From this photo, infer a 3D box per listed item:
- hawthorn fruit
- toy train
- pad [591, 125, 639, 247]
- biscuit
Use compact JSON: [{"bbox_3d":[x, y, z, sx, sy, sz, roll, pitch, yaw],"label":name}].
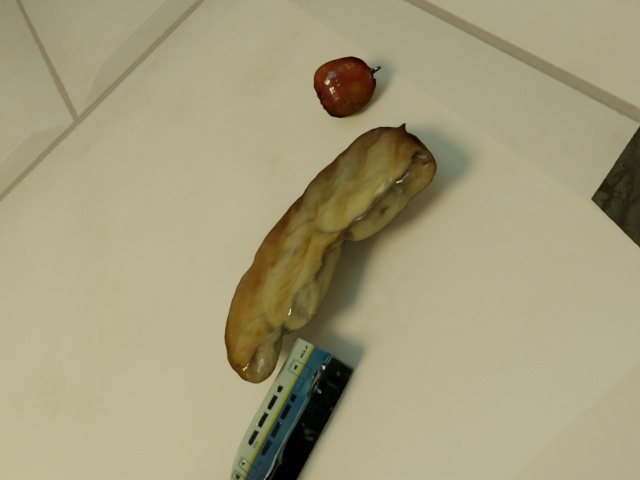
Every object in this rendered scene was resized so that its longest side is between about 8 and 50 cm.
[{"bbox_3d":[0.029,-0.188,0.657,0.077,0.077,0.077,-14,58,24],"label":"hawthorn fruit"},{"bbox_3d":[-0.049,0.207,0.496,0.051,0.052,0.234,20,76,40],"label":"toy train"},{"bbox_3d":[0.313,-0.078,0.285,0.007,0.368,0.248,-11,50,-21],"label":"pad"},{"bbox_3d":[-0.003,0.000,0.564,0.299,0.045,0.154,-50,31,-5],"label":"biscuit"}]
